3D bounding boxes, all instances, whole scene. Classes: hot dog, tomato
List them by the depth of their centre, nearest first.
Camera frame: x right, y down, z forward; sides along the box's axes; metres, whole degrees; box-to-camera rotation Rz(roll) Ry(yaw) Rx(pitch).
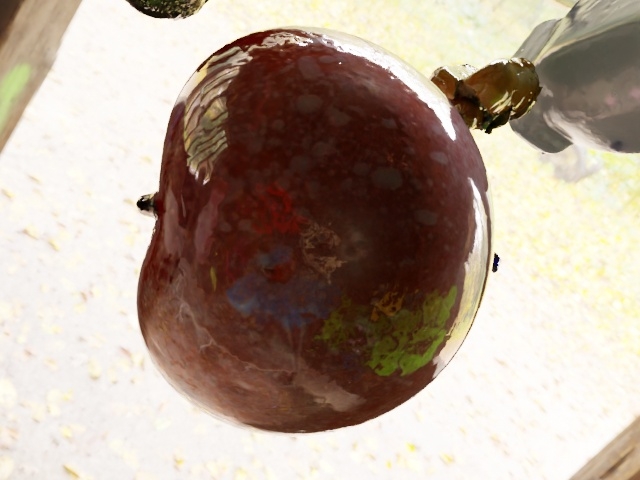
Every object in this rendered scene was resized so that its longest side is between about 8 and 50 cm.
[{"bbox_3d":[0.000,0.000,0.561,0.227,0.270,0.270,14,24,1],"label":"tomato"},{"bbox_3d":[0.165,-0.151,0.863,0.269,0.109,0.072,-34,115,-65],"label":"hot dog"}]

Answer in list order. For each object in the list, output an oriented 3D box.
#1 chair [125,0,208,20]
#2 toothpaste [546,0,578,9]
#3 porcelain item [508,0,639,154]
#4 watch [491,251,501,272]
[{"bbox_3d":[-0.088,-0.289,0.680,0.174,0.213,0.149,-9,72,-56],"label":"chair"},{"bbox_3d":[0.349,-0.392,1.275,0.268,0.047,0.069,-7,93,-59],"label":"toothpaste"},{"bbox_3d":[0.397,-0.215,0.916,0.178,0.405,0.242,50,60,-17],"label":"porcelain item"},{"bbox_3d":[0.132,0.021,1.090,0.196,0.171,0.200,39,56,3],"label":"watch"}]
